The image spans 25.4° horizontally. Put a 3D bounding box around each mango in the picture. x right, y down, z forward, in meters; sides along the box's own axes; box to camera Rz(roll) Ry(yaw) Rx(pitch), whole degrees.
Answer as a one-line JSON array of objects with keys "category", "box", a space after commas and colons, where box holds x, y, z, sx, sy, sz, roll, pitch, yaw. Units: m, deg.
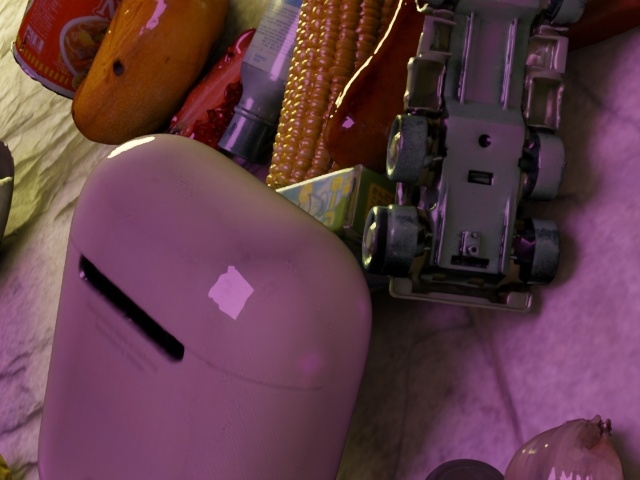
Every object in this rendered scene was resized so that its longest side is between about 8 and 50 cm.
[{"category": "mango", "box": [-0.177, -0.188, 1.482, 0.262, 0.108, 0.157, -49, 29, 43]}]

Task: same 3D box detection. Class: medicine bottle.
[{"category": "medicine bottle", "box": [-0.033, -0.173, 1.320, 0.090, 0.053, 0.209, 32, 98, 55]}]

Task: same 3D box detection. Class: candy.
[{"category": "candy", "box": [0.000, 0.000, 1.122, 0.194, 0.097, 0.062, -15, 59, 49]}]

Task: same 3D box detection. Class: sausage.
[{"category": "sausage", "box": [0.188, -0.161, 1.014, 0.131, 0.041, 0.039, -16, 62, 49]}, {"category": "sausage", "box": [0.079, -0.180, 1.123, 0.076, 0.102, 0.302, 120, 165, -64]}]

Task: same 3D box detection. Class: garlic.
[{"category": "garlic", "box": [0.149, 0.148, 0.842, 0.113, 0.074, 0.094, 150, 125, -63]}]

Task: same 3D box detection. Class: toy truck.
[{"category": "toy truck", "box": [0.099, -0.088, 0.994, 0.135, 0.128, 0.260, -153, 70, -80]}]

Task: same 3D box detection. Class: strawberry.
[{"category": "strawberry", "box": [-0.095, -0.138, 1.395, 0.152, 0.048, 0.104, -47, 28, 3]}]

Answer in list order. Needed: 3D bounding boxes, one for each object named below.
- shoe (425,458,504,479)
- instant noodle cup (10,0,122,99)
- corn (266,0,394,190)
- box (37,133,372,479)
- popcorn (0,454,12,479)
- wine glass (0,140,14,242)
[{"category": "shoe", "box": [0.091, 0.237, 0.884, 0.078, 0.079, 0.195, 102, 167, -67]}, {"category": "instant noodle cup", "box": [-0.249, -0.277, 1.590, 0.212, 0.193, 0.193, -57, 33, 26]}, {"category": "corn", "box": [0.018, -0.135, 1.189, 0.093, 0.093, 0.244, -6, 70, 53]}, {"category": "box", "box": [-0.097, 0.114, 1.055, 0.288, 0.141, 0.349, 36, 121, 45]}, {"category": "popcorn", "box": [-0.375, 0.274, 1.476, 0.120, 0.116, 0.106, -32, 64, -20]}, {"category": "wine glass", "box": [-0.514, -0.003, 1.734, 0.323, 0.238, 0.238, -57, 33, 28]}]
